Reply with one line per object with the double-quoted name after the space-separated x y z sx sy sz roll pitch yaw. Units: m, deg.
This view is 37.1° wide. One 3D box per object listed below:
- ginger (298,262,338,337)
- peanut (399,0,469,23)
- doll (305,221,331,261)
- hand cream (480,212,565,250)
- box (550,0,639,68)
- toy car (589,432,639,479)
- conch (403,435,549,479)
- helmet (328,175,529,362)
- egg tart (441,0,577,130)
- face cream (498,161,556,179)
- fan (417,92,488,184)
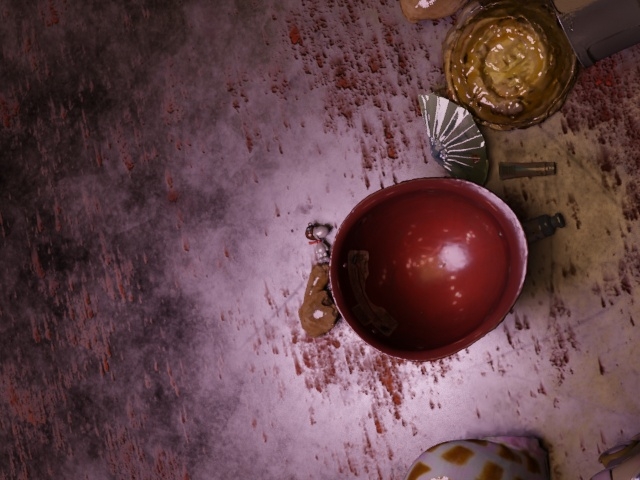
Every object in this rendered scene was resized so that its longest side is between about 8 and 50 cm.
0.002 0.134 2.065 0.096 0.067 0.165 15 100 44 "ginger"
0.256 -0.533 1.892 0.137 0.122 0.253 45 113 25 "peanut"
-0.006 0.003 2.079 0.058 0.040 0.085 3 94 13 "doll"
0.400 -0.011 1.895 0.171 0.043 0.065 -23 87 25 "hand cream"
0.505 -0.444 1.725 0.149 0.226 0.226 -23 84 23 "box"
0.625 0.457 1.663 0.226 0.336 0.242 -28 82 21 "toy car"
0.282 0.525 1.900 0.249 0.197 0.368 43 113 -3 "conch"
0.226 0.048 1.875 0.385 0.230 0.337 -30 82 15 "helmet"
0.364 -0.352 1.863 0.279 0.095 0.278 3 99 20 "egg tart"
0.409 -0.141 1.896 0.115 0.020 0.038 -1 93 25 "face cream"
0.270 -0.201 1.936 0.131 0.009 0.240 -29 89 41 "fan"
